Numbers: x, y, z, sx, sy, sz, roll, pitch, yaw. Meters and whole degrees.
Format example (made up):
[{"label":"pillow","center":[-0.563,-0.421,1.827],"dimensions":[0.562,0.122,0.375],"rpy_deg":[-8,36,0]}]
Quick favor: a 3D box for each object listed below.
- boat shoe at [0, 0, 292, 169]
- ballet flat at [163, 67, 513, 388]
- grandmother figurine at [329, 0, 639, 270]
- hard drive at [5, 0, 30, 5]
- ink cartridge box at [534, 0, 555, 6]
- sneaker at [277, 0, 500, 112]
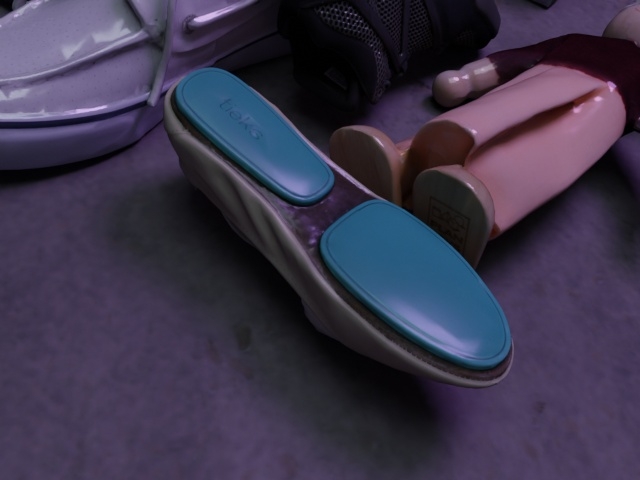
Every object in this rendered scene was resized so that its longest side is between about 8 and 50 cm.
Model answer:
[{"label":"boat shoe","center":[-0.101,-0.181,0.500],"dimensions":[0.367,0.156,0.136],"rpy_deg":[-30,61,-31]},{"label":"ballet flat","center":[0.000,0.000,0.420],"dimensions":[0.086,0.086,0.248],"rpy_deg":[-32,68,-31]},{"label":"grandmother figurine","center":[0.179,-0.097,0.519],"dimensions":[0.342,0.104,0.208],"rpy_deg":[-34,58,-32]},{"label":"hard drive","center":[-0.244,-0.280,0.624],"dimensions":[0.255,0.054,0.172],"rpy_deg":[35,53,18]},{"label":"ink cartridge box","center":[0.154,-0.320,0.699],"dimensions":[0.209,0.109,0.062],"rpy_deg":[33,51,16]},{"label":"sneaker","center":[0.050,-0.157,0.558],"dimensions":[0.087,0.130,0.227],"rpy_deg":[27,14,35]}]
